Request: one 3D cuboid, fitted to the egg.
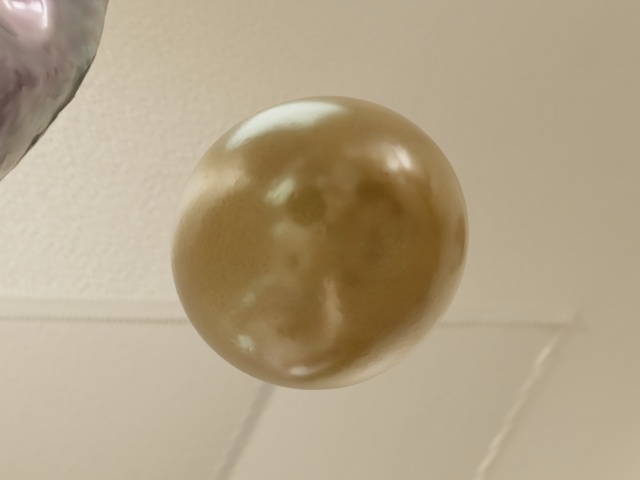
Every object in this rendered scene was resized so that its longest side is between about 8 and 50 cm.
[{"bbox_3d":[0.000,0.000,1.352,0.250,0.250,0.322,-37,-2,-21],"label":"egg"}]

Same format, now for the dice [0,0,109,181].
[{"bbox_3d":[-0.292,-0.154,0.839,0.270,0.270,0.271,-24,-53,24],"label":"dice"}]
